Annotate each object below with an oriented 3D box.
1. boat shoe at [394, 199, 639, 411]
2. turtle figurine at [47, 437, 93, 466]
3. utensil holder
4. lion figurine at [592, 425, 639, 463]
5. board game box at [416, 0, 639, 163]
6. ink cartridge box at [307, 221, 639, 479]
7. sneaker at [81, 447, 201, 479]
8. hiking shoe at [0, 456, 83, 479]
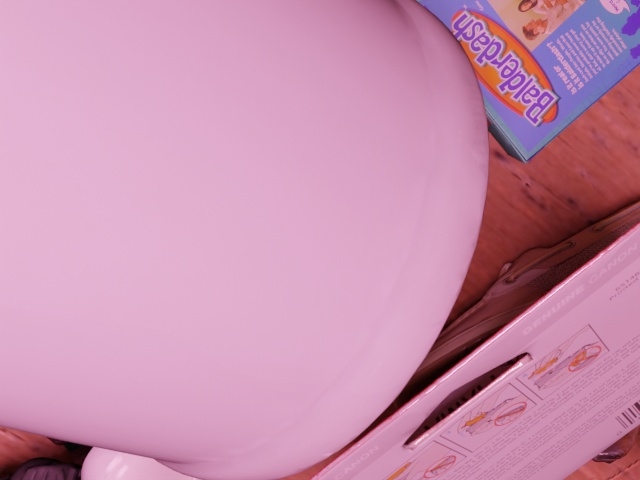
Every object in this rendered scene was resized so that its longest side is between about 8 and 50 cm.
[{"bbox_3d":[0.191,0.058,0.695,0.302,0.098,0.109,-32,118,5],"label":"boat shoe"},{"bbox_3d":[-0.227,0.099,0.639,0.175,0.118,0.234,-21,127,40],"label":"turtle figurine"},{"bbox_3d":[-0.161,-0.070,0.434,0.386,0.327,0.327,25,102,-38],"label":"utensil holder"},{"bbox_3d":[0.398,0.066,0.685,0.393,0.240,0.142,-6,133,8],"label":"lion figurine"},{"bbox_3d":[0.184,-0.188,0.652,0.210,0.047,0.160,-41,106,4],"label":"board game box"},{"bbox_3d":[0.112,0.105,0.555,0.296,0.066,0.261,-40,141,9],"label":"ink cartridge box"},{"bbox_3d":[-0.069,0.239,0.649,0.106,0.123,0.290,-46,134,-21],"label":"sneaker"},{"bbox_3d":[-0.233,0.219,0.640,0.114,0.086,0.226,11,146,-6],"label":"hiking shoe"}]
